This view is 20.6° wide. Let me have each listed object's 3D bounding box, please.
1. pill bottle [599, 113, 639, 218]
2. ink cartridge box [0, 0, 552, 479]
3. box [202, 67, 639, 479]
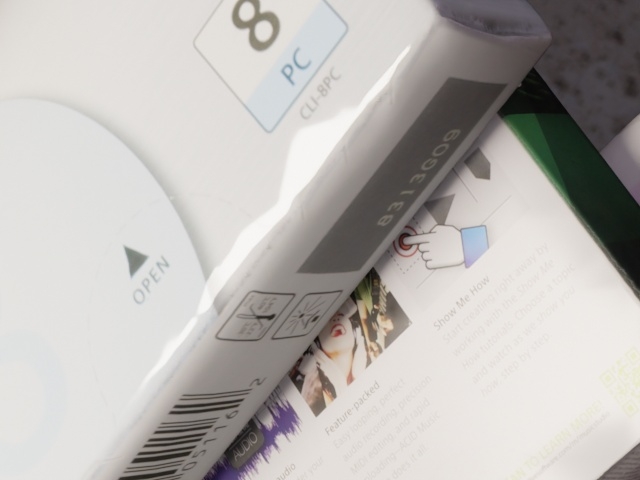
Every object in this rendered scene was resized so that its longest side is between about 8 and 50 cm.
[{"bbox_3d":[0.241,0.069,0.701,0.169,0.169,0.301,-32,69,-8],"label":"pill bottle"},{"bbox_3d":[-0.130,-0.096,0.747,0.385,0.091,0.308,50,118,24],"label":"ink cartridge box"},{"bbox_3d":[0.000,0.000,0.744,0.232,0.058,0.322,-46,67,29],"label":"box"}]
